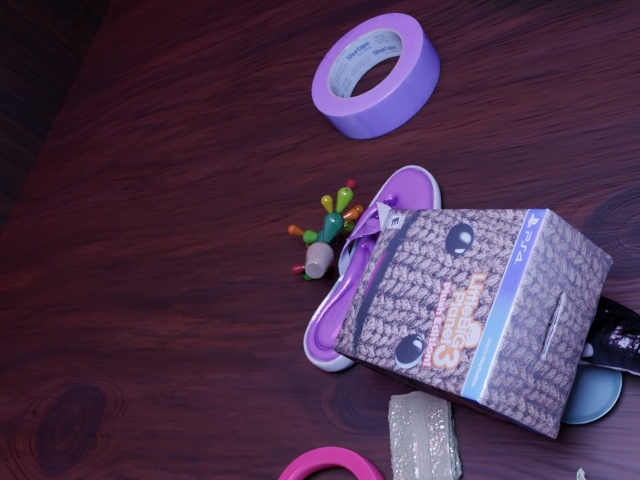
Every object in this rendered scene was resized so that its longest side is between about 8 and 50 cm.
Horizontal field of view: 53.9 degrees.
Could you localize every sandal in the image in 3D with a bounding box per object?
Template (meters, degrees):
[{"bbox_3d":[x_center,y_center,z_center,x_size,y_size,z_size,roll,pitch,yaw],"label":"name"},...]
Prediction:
[{"bbox_3d":[0.090,0.033,1.107,0.169,0.102,0.416,11,69,43],"label":"sandal"}]

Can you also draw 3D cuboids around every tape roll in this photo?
[{"bbox_3d":[0.117,-0.357,1.366,0.275,0.090,0.274,-20,51,27],"label":"tape roll"}]

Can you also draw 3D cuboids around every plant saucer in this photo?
[{"bbox_3d":[0.344,0.190,0.848,0.119,0.021,0.119,-21,51,28],"label":"plant saucer"}]

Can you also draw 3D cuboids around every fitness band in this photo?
[{"bbox_3d":[0.013,0.454,0.921,0.209,0.054,0.290,-18,53,26],"label":"fitness band"}]

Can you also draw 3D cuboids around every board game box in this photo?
[{"bbox_3d":[0.186,0.090,0.829,0.291,0.141,0.232,3,67,58],"label":"board game box"}]

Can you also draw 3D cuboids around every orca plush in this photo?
[{"bbox_3d":[0.335,0.109,0.800,0.151,0.102,0.287,-31,23,-1],"label":"orca plush"}]

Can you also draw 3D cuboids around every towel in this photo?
[{"bbox_3d":[0.150,0.293,0.933,0.110,0.027,0.148,-22,50,28],"label":"towel"}]

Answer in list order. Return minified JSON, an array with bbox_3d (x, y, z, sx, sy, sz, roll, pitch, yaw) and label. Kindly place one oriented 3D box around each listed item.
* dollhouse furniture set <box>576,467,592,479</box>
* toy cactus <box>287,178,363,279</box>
[{"bbox_3d":[0.325,0.345,0.717,0.059,0.076,0.151,-38,45,12],"label":"dollhouse furniture set"},{"bbox_3d":[0.000,0.000,1.153,0.219,0.112,0.180,-53,9,30],"label":"toy cactus"}]
